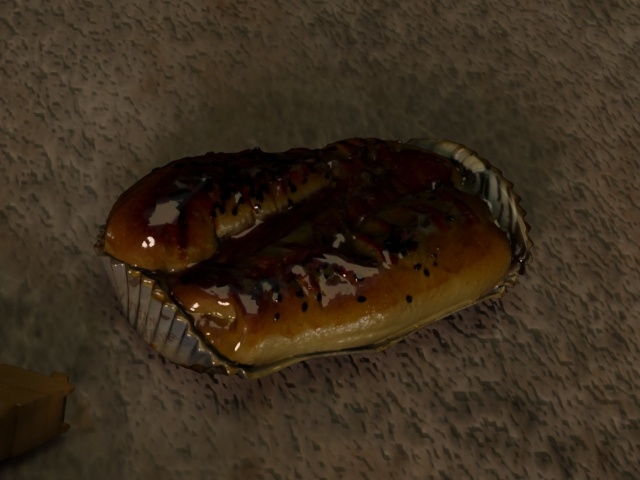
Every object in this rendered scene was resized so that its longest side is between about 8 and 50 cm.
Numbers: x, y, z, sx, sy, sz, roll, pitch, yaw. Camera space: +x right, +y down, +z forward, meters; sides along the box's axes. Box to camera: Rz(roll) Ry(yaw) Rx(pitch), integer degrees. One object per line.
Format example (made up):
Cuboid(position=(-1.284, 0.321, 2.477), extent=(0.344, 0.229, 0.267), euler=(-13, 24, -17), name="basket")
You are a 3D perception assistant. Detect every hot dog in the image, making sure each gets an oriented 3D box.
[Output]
Cuboid(position=(0.000, 0.000, 1.080), extent=(0.270, 0.082, 0.163), euler=(-14, 51, -28), name="hot dog")

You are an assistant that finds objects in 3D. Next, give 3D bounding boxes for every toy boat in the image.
Cuboid(position=(-0.233, 0.074, 0.964), extent=(0.200, 0.057, 0.077), euler=(11, 37, -3), name="toy boat")
